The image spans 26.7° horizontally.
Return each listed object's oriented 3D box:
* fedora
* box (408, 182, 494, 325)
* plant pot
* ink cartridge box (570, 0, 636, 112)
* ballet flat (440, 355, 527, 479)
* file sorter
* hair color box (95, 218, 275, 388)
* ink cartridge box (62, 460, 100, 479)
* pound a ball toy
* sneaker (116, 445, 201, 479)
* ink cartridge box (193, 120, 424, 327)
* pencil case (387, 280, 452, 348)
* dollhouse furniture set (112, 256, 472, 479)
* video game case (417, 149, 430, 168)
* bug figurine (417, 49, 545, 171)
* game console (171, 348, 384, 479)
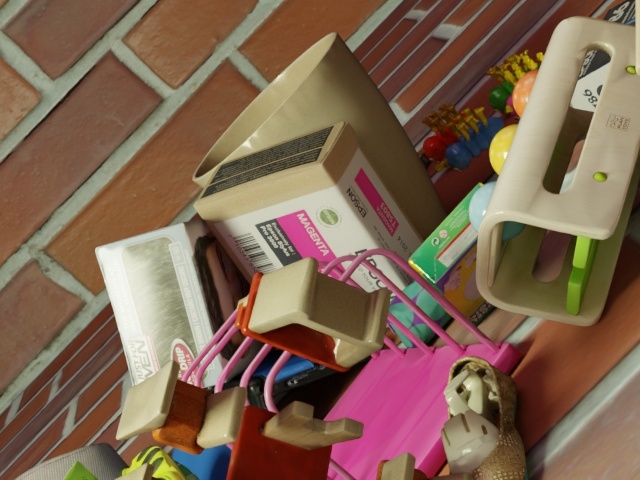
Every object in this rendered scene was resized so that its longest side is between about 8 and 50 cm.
[{"bbox_3d":[-0.338,0.352,1.730,0.275,0.124,0.244,-37,-9,8],"label":"fedora"},{"bbox_3d":[0.155,0.024,1.334,0.105,0.043,0.179,-47,-26,-2],"label":"box"},{"bbox_3d":[0.026,-0.077,1.702,0.256,0.274,0.256,-44,12,12],"label":"plant pot"},{"bbox_3d":[0.386,-0.236,1.518,0.332,0.065,0.165,-32,19,51],"label":"ink cartridge box"},{"bbox_3d":[0.126,0.159,1.109,0.073,0.067,0.206,-41,14,16],"label":"ballet flat"},{"bbox_3d":[0.008,0.133,1.314,0.202,0.182,0.290,-51,13,-19],"label":"file sorter"},{"bbox_3d":[-0.144,0.070,1.658,0.113,0.185,0.374,-15,1,11],"label":"hair color box"},{"bbox_3d":[-0.217,0.348,1.354,0.097,0.189,0.255,-37,15,38],"label":"ink cartridge box"},{"bbox_3d":[0.225,-0.115,1.205,0.208,0.135,0.319,86,-158,-47],"label":"pound a ball toy"},{"bbox_3d":[-0.118,0.309,1.348,0.109,0.123,0.295,-50,31,6],"label":"sneaker"},{"bbox_3d":[0.000,0.000,1.548,0.193,0.235,0.088,-17,30,36],"label":"ink cartridge box"},{"bbox_3d":[0.130,0.045,1.459,0.152,0.064,0.070,-48,34,-8],"label":"pencil case"},{"bbox_3d":[-0.027,0.157,1.039,0.135,0.262,0.259,-32,41,54],"label":"dollhouse furniture set"},{"bbox_3d":[0.046,-0.007,2.000,0.196,0.026,0.274,-31,18,50],"label":"video game case"},{"bbox_3d":[0.225,-0.168,1.806,0.216,0.072,0.279,-39,8,2],"label":"bug figurine"},{"bbox_3d":[-0.066,0.234,1.599,0.250,0.173,0.293,-17,1,-23],"label":"game console"}]
